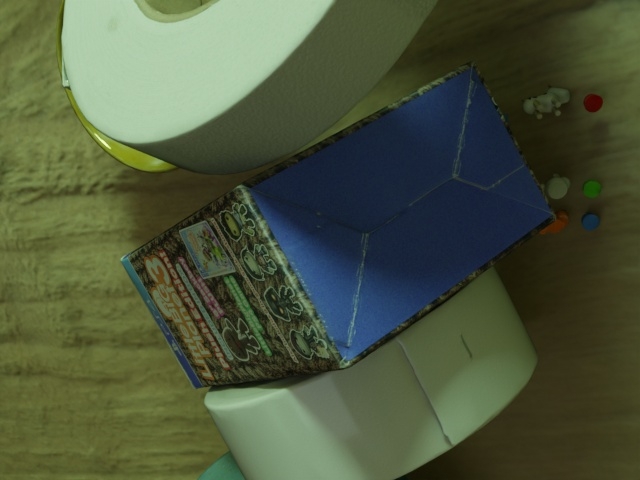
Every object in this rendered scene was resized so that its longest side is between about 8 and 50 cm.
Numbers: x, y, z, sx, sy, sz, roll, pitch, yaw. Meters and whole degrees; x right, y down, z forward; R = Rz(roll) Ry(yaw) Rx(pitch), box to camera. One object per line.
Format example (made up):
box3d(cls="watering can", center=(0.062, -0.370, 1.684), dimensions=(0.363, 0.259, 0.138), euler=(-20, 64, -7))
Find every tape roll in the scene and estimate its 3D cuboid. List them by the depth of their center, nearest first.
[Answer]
box3d(cls="tape roll", center=(-0.051, -0.237, 0.641), dimensions=(0.392, 0.072, 0.392), euler=(-19, 61, 40))
box3d(cls="tape roll", center=(0.043, 0.115, 0.797), dimensions=(0.286, 0.286, 0.100), euler=(-23, 96, 39))

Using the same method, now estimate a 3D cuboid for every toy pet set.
box3d(cls="toy pet set", center=(0.178, -0.072, 0.778), dimensions=(0.114, 0.065, 0.122), euler=(-5, 115, 0))

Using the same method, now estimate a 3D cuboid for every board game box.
box3d(cls="board game box", center=(0.000, 0.000, 0.753), dimensions=(0.141, 0.232, 0.291), euler=(61, 151, -4))

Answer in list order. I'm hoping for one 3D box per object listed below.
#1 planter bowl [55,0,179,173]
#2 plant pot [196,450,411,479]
box3d(cls="planter bowl", center=(-0.164, -0.185, 0.928), dimensions=(0.217, 0.090, 0.217), euler=(15, 118, 30))
box3d(cls="plant pot", center=(-0.010, 0.335, 0.928), dimensions=(0.247, 0.247, 0.252), euler=(47, 128, 49))
